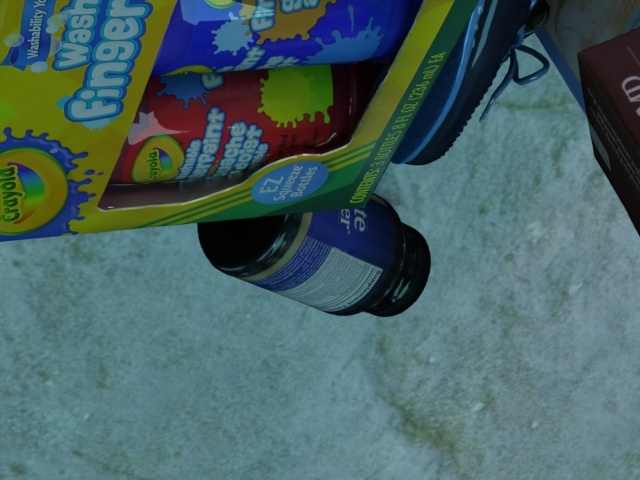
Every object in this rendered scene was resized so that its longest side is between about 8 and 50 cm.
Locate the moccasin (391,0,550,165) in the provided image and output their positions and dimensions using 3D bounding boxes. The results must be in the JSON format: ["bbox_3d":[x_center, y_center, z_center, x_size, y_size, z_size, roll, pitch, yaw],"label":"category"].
[{"bbox_3d":[0.147,-0.196,1.548,0.117,0.138,0.342,-6,140,-32],"label":"moccasin"}]

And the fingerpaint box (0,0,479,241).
[{"bbox_3d":[-0.082,-0.190,1.343,0.371,0.163,0.445,-5,148,-25],"label":"fingerpaint box"}]

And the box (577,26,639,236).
[{"bbox_3d":[0.404,-0.111,1.369,0.381,0.191,0.143,-24,141,0],"label":"box"}]

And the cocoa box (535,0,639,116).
[{"bbox_3d":[0.359,-0.253,1.520,0.228,0.231,0.347,1,135,-30],"label":"cocoa box"}]

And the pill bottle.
[{"bbox_3d":[0.000,0.000,1.707,0.123,0.123,0.219,-43,141,22],"label":"pill bottle"}]
